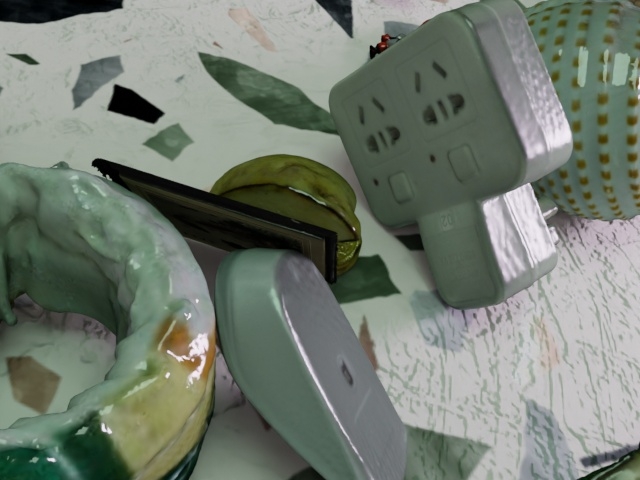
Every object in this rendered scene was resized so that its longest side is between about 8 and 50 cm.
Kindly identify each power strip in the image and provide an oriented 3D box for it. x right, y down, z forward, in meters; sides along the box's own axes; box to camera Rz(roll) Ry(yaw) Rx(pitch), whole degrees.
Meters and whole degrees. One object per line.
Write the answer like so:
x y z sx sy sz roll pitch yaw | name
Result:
0.151 -0.079 0.733 0.141 0.229 0.261 -25 93 -30 | power strip

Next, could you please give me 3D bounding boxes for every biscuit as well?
0.000 0.000 0.754 0.084 0.023 0.084 6 49 -7 | biscuit

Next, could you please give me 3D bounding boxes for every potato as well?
-0.023 -0.060 0.725 0.149 0.081 0.120 -4 41 31 | potato

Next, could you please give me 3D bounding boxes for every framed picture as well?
-0.078 -0.007 0.643 0.195 0.199 0.010 18 77 5 | framed picture

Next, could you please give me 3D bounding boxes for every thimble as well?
-0.208 0.080 0.537 0.254 0.167 0.288 -22 56 -23 | thimble

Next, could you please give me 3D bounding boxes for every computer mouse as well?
-0.010 0.108 0.585 0.231 0.079 0.128 60 23 0 | computer mouse

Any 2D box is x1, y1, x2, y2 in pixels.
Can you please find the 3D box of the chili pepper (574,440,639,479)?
0.280 0.203 0.573 0.264 0.116 0.148 -35 84 -11 | chili pepper

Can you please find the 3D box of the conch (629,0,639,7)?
0.516 -0.396 1.121 0.291 0.159 0.210 33 50 13 | conch

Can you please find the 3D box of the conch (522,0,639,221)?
0.301 -0.178 0.858 0.319 0.215 0.303 36 41 17 | conch

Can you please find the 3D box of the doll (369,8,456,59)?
0.150 -0.268 0.994 0.169 0.057 0.109 -15 45 -19 | doll
